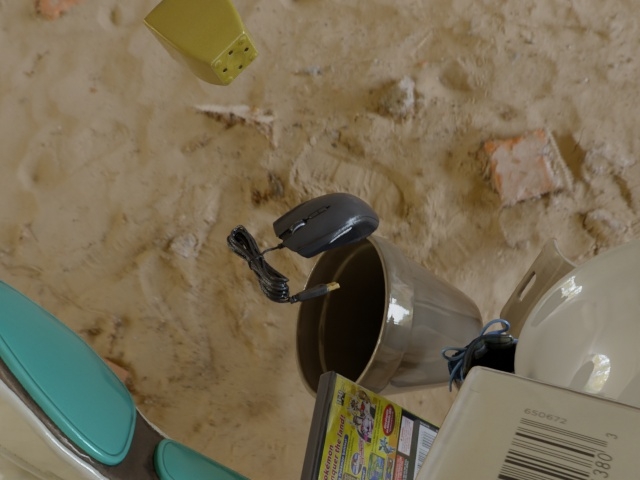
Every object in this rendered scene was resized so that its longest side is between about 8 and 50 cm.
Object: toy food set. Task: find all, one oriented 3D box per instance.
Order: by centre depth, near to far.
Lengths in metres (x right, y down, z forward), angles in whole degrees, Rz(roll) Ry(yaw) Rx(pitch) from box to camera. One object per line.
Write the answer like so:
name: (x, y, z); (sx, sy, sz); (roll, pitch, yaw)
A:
toy food set: (0.512, 0.137, 1.382); (0.306, 0.220, 0.092); (25, 42, 3)

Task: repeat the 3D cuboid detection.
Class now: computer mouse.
computer mouse: (0.000, 0.000, 1.184); (0.262, 0.060, 0.184); (-16, 49, -23)

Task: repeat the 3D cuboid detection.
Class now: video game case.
video game case: (0.079, 0.367, 1.118); (0.248, 0.035, 0.275); (32, 52, -26)

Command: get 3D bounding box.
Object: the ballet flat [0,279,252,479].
ballet flat: (-0.184, 0.198, 0.635); (0.400, 0.139, 0.139); (44, 82, -17)

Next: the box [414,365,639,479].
box: (0.109, 0.239, 0.392); (0.121, 0.311, 0.148); (12, 31, 24)

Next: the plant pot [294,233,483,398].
plant pot: (0.146, 0.169, 1.446); (0.280, 0.323, 0.323); (16, 73, -28)

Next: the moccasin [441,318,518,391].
moccasin: (0.272, 0.182, 1.122); (0.138, 0.342, 0.117); (-40, 97, -12)

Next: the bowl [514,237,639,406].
bowl: (0.295, 0.143, 0.555); (0.298, 0.298, 0.134); (7, 40, 10)

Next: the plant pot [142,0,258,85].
plant pot: (-0.111, -0.205, 0.760); (0.081, 0.081, 0.083); (-44, 70, -1)
